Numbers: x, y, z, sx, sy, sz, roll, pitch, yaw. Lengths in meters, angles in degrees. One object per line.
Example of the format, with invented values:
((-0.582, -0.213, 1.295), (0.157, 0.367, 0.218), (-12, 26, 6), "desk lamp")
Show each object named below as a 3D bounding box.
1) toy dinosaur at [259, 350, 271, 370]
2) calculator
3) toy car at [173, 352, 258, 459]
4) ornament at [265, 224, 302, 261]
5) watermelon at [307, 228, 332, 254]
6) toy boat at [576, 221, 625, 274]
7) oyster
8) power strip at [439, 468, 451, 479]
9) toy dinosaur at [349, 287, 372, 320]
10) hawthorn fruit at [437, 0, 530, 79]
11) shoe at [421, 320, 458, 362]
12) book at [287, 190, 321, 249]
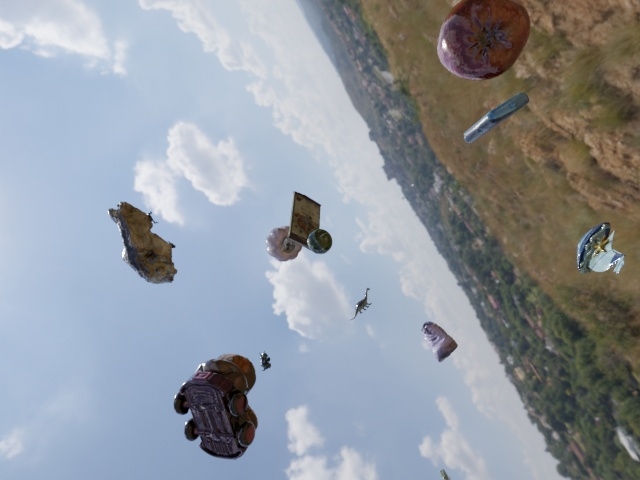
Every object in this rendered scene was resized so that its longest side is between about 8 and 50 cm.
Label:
((-0.227, 0.492, 1.718), (0.030, 0.047, 0.084), (-13, -80, -41), "toy dinosaur")
((0.631, -0.441, 1.531), (0.051, 0.172, 0.293), (58, 175, 2), "calculator")
((-0.336, 0.574, 1.506), (0.240, 0.271, 0.341), (-40, -58, -63), "toy car")
((-0.171, 0.016, 2.014), (0.178, 0.177, 0.177), (54, -166, -20), "ornament")
((-0.004, 0.003, 1.589), (0.109, 0.109, 0.109), (54, -166, -20), "watermelon")
((1.064, 0.052, 1.581), (0.066, 0.221, 0.291), (19, -163, 0), "toy boat")
((-0.639, 0.012, 1.533), (0.133, 0.197, 0.337), (-43, -65, -69), "oyster")
((0.364, 0.686, 1.194), (0.090, 0.016, 0.040), (56, -176, -21), "power strip")
((0.187, 0.298, 1.885), (0.058, 0.180, 0.037), (35, -172, 28), "toy dinosaur")
((0.517, -0.661, 1.394), (0.275, 0.275, 0.300), (55, 177, -15), "hawthorn fruit")
((0.450, 0.383, 1.638), (0.137, 0.095, 0.245), (42, -170, 14), "shoe")
((-0.061, -0.080, 1.756), (0.157, 0.026, 0.231), (26, -124, -35), "book")
